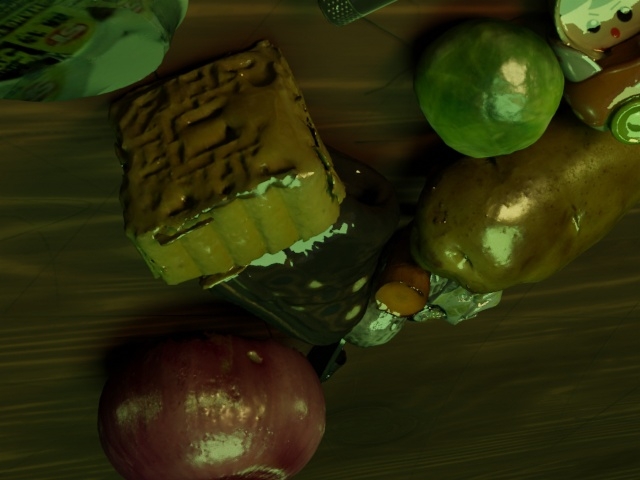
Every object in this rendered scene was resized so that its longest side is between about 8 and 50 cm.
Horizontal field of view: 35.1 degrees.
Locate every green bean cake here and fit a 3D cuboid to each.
[{"bbox_3d":[-0.106,-0.085,1.087,0.230,0.224,0.131,-21,144,5],"label":"green bean cake"}]

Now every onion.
[{"bbox_3d":[-0.181,0.300,1.586,0.358,0.345,0.358,20,158,8],"label":"onion"}]

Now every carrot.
[{"bbox_3d":[0.131,0.022,1.403,0.072,0.205,0.072,10,129,12],"label":"carrot"}]

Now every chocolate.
[{"bbox_3d":[0.107,0.079,1.546,0.110,0.110,0.248,10,134,-35],"label":"chocolate"}]

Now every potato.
[{"bbox_3d":[0.288,-0.057,1.298,0.369,0.195,0.176,-28,179,-5],"label":"potato"}]

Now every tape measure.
[{"bbox_3d":[-0.248,-0.216,0.840,0.259,0.138,0.262,-20,162,40],"label":"tape measure"}]

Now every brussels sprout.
[{"bbox_3d":[0.197,-0.172,1.159,0.161,0.143,0.181,-36,145,24],"label":"brussels sprout"}]

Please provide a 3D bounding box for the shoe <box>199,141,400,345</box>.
[{"bbox_3d":[0.000,0.000,1.321,0.237,0.171,0.384,-34,149,13],"label":"shoe"}]

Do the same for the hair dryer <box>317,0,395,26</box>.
[{"bbox_3d":[0.103,-0.319,0.892,0.320,0.155,0.284,-18,160,19],"label":"hair dryer"}]

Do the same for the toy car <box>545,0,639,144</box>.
[{"bbox_3d":[0.344,-0.248,1.137,0.235,0.145,0.235,-1,129,-1],"label":"toy car"}]

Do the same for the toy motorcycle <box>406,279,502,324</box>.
[{"bbox_3d":[0.242,0.076,1.632,0.152,0.073,0.225,9,142,-37],"label":"toy motorcycle"}]

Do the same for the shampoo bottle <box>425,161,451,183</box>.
[{"bbox_3d":[0.270,-0.067,1.428,0.260,0.064,0.102,5,139,-30],"label":"shampoo bottle"}]

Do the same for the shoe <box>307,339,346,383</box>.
[{"bbox_3d":[0.025,0.193,1.730,0.053,0.062,0.159,-2,142,-26],"label":"shoe"}]
